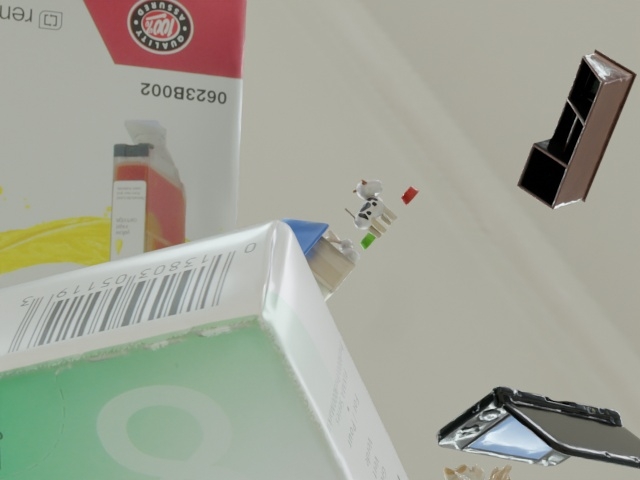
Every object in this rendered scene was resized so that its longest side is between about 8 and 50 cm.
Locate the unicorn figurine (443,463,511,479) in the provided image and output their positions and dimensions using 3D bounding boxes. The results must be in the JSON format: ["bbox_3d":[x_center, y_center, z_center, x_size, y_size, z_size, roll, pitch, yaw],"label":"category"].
[{"bbox_3d":[0.095,0.254,1.423,0.161,0.060,0.111,-21,-89,16],"label":"unicorn figurine"}]

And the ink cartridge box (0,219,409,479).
[{"bbox_3d":[-0.053,0.113,0.513,0.181,0.225,0.056,-14,-152,19],"label":"ink cartridge box"}]

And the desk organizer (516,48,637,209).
[{"bbox_3d":[0.220,-0.094,1.475,0.047,0.130,0.050,37,-146,30],"label":"desk organizer"}]

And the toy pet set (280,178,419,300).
[{"bbox_3d":[0.000,0.000,1.296,0.065,0.122,0.114,41,-129,0],"label":"toy pet set"}]

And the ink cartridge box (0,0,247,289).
[{"bbox_3d":[-0.204,-0.008,1.097,0.279,0.160,0.385,4,-93,-26],"label":"ink cartridge box"}]

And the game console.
[{"bbox_3d":[0.160,0.146,1.162,0.122,0.107,0.071,15,-133,-36],"label":"game console"}]
